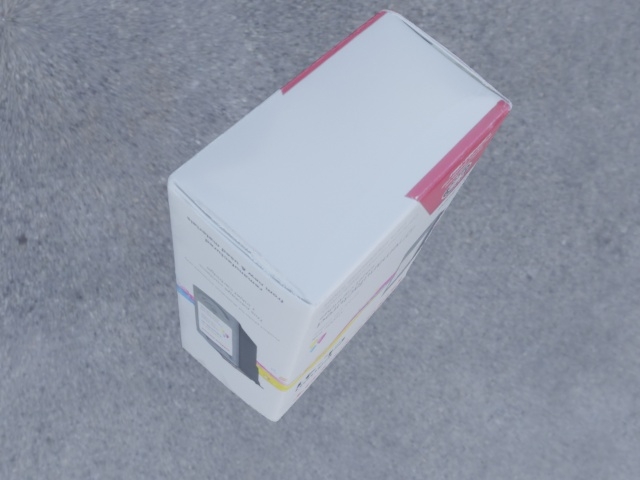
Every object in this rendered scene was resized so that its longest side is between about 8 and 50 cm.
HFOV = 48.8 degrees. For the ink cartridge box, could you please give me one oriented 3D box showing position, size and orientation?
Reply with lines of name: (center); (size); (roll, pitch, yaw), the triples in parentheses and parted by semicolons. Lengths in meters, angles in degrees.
ink cartridge box: (0.000, 0.000, 0.588); (0.131, 0.306, 0.226); (39, 65, 13)
